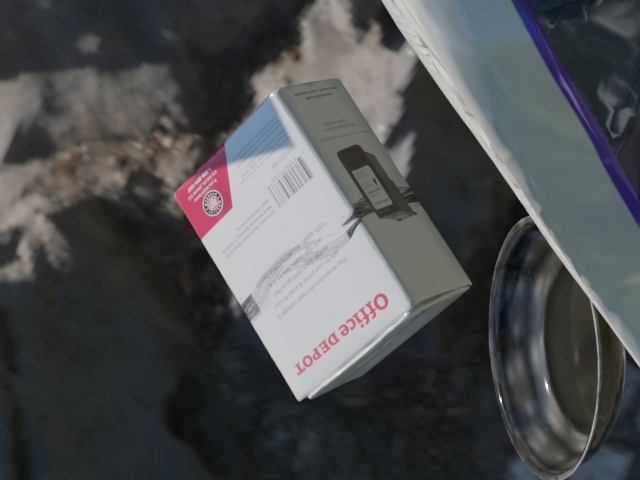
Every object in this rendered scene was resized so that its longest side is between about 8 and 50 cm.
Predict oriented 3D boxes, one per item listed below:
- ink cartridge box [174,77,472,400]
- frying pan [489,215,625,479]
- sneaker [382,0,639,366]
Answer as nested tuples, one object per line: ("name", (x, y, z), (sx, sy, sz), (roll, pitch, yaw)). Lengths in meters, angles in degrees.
("ink cartridge box", (0.000, 0.000, 1.127), (0.109, 0.063, 0.150), (-42, 74, 37))
("frying pan", (0.169, 0.015, 1.451), (0.053, 0.197, 0.326), (-3, 87, -18))
("sneaker", (0.167, -0.081, 0.677), (0.236, 0.323, 0.130), (-35, 27, 4))
